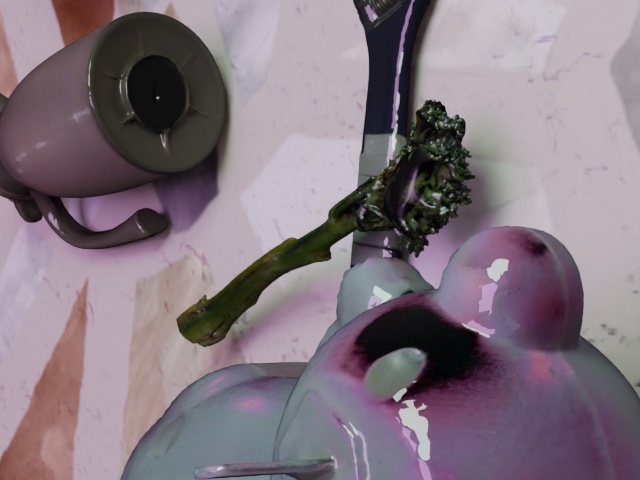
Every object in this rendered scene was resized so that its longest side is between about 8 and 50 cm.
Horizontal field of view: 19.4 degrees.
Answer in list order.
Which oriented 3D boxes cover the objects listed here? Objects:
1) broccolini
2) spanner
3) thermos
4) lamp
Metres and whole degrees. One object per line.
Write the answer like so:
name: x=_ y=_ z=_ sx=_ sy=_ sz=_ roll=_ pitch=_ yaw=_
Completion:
broccolini: x=0.006 y=0.006 z=1.078 sx=0.057 sy=0.071 sz=0.254 roll=45 pitch=136 yaw=-6
spanner: x=0.034 y=-0.051 z=1.087 sx=0.087 sy=0.024 sz=0.315 roll=-1 pitch=83 yaw=49
thermos: x=-0.154 y=-0.060 z=1.242 sx=0.193 sy=0.105 sz=0.137 roll=-17 pitch=101 yaw=48
lamp: x=0.014 y=0.131 z=0.909 sx=0.301 sy=0.247 sz=0.247 roll=-16 pitch=76 yaw=50
